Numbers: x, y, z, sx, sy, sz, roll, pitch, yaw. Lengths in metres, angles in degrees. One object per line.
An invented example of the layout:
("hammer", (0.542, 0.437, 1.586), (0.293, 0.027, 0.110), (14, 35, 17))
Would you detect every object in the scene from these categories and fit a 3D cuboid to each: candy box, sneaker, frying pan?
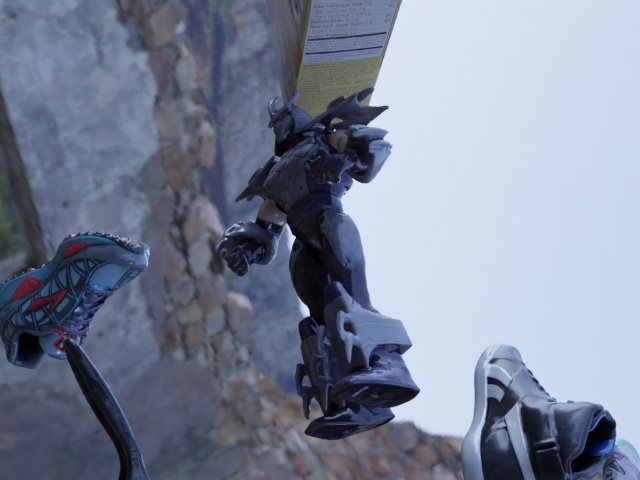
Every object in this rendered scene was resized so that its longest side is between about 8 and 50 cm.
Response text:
("candy box", (0.006, -0.245, 0.968), (0.316, 0.087, 0.183), (104, -23, -71))
("sneaker", (0.198, 0.155, 0.947), (0.217, 0.121, 0.079), (-62, 137, -62))
("frying pan", (-0.115, 0.243, 0.881), (0.197, 0.053, 0.326), (15, -47, 48))
("sneaker", (-0.294, 0.082, 1.310), (0.262, 0.104, 0.125), (-30, -125, 37))
("sneaker", (0.290, 0.236, 1.006), (0.098, 0.069, 0.038), (39, -42, -26))

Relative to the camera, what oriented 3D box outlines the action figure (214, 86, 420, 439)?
("action figure", (0.000, 0.000, 0.832), (0.185, 0.099, 0.285), (-47, -131, 45))
